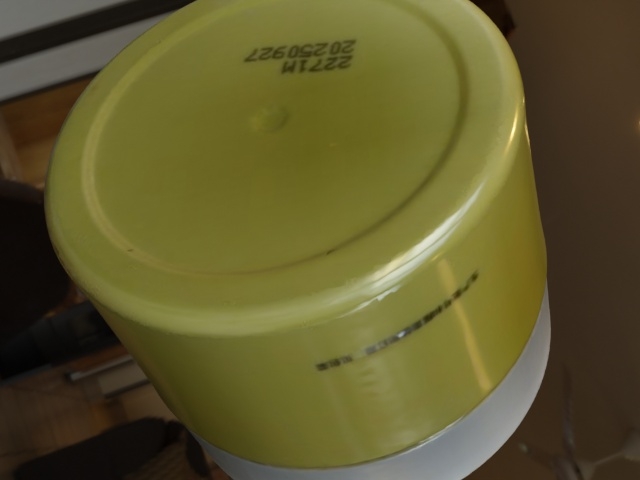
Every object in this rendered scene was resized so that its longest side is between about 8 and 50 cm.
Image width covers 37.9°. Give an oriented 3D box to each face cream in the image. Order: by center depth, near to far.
[{"bbox_3d":[0.000,0.000,0.466,0.179,0.218,0.218,68,-4,-49],"label":"face cream"}]
